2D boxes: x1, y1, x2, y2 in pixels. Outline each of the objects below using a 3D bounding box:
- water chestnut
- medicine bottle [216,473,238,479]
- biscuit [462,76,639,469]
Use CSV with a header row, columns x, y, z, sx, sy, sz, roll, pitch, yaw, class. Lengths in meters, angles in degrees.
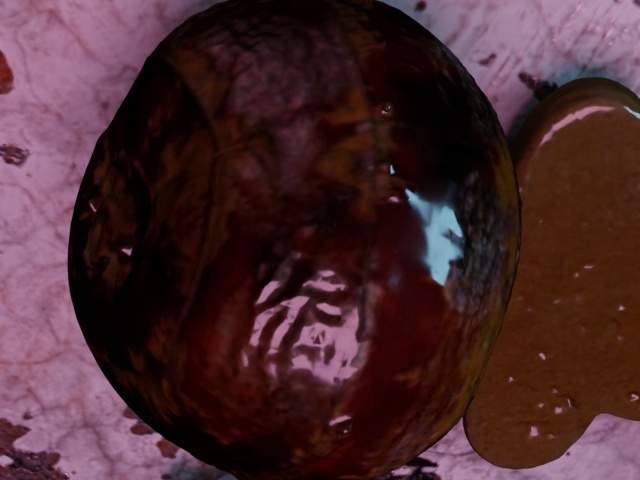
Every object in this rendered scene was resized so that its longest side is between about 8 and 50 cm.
x,y,z,sx,sy,sz,roll,pitch,yaw,class
0.000,0.000,0.873,0.302,0.350,0.350,13,127,-33,water chestnut
-0.060,0.270,1.163,0.183,0.119,0.069,10,127,-6,medicine bottle
0.294,0.031,1.029,0.394,0.076,0.368,-1,125,-3,biscuit
